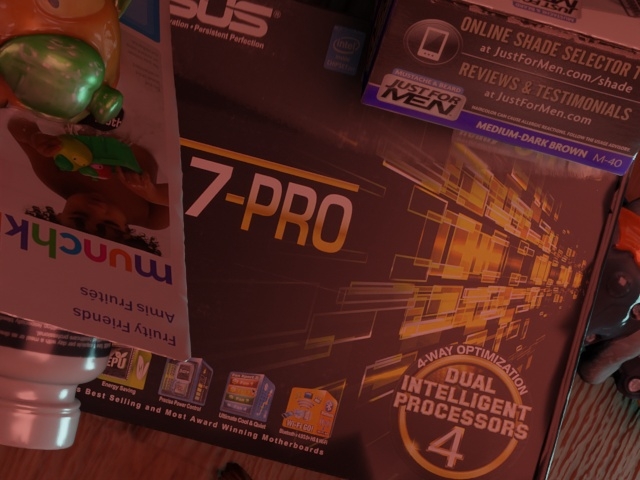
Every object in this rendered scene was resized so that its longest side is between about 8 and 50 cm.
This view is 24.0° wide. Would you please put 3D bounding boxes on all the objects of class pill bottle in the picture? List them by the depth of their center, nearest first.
[{"bbox_3d":[-0.183,0.038,0.973,0.108,0.108,0.180,10,92,-26],"label":"pill bottle"}]

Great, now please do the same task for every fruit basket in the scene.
[{"bbox_3d":[-0.215,-0.117,0.825,0.327,0.353,0.165,20,125,-25],"label":"fruit basket"}]

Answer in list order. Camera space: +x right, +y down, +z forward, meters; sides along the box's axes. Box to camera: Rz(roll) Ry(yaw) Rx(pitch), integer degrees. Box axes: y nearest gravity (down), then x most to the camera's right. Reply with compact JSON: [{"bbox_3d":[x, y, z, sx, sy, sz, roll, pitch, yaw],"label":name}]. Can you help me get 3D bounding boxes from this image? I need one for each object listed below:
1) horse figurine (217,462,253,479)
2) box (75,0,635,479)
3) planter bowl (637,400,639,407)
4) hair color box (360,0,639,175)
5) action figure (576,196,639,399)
[{"bbox_3d":[-0.069,0.308,1.149,0.174,0.066,0.263,67,34,-51],"label":"horse figurine"},{"bbox_3d":[0.000,0.000,1.077,0.395,0.097,0.318,16,91,-2],"label":"box"},{"bbox_3d":[0.380,0.089,1.322,0.217,0.090,0.217,3,110,9],"label":"planter bowl"},{"bbox_3d":[0.142,-0.214,1.042,0.185,0.339,0.110,15,135,-5],"label":"hair color box"},{"bbox_3d":[0.201,0.100,1.207,0.341,0.178,0.330,44,98,-11],"label":"action figure"}]
